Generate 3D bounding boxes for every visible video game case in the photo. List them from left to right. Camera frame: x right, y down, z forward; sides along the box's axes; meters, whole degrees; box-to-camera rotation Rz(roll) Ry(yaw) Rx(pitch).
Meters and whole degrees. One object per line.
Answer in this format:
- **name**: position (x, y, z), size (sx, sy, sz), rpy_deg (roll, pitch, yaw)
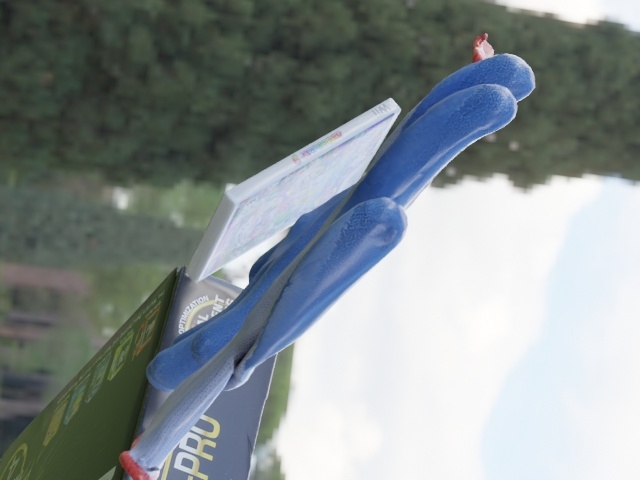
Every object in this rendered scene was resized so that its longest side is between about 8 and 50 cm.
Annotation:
- **video game case**: position (-0.015, -0.027, 1.037), size (0.011, 0.122, 0.087), rpy_deg (50, -33, 13)

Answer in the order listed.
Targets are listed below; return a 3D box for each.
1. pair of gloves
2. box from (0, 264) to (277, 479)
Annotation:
- **pair of gloves**: position (0.000, 0.000, 0.565), size (0.159, 0.023, 0.198), rpy_deg (-46, -178, 8)
- **box**: position (-0.173, 0.239, 1.361), size (0.395, 0.097, 0.318), rpy_deg (-42, -150, 52)
